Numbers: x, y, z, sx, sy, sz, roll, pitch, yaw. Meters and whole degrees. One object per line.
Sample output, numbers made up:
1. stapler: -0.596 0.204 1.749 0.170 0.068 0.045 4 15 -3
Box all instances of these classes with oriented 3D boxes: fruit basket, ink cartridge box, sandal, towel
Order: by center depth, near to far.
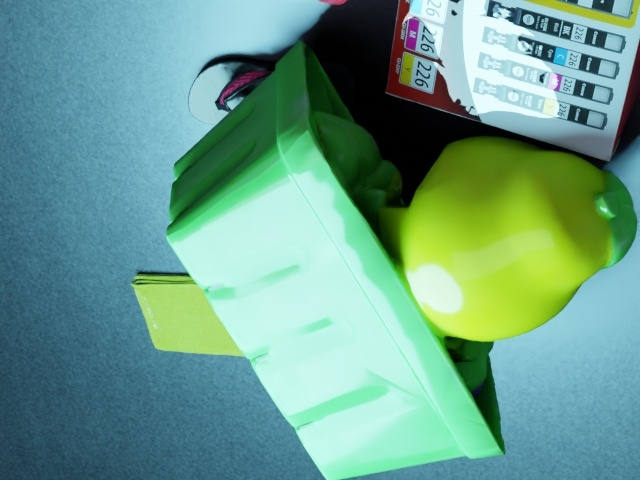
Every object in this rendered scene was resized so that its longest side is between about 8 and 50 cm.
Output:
1. ink cartridge box: 0.215 -0.236 1.506 0.272 0.130 0.309 18 130 14
2. fruit basket: 0.092 0.001 1.656 0.392 0.283 0.392 -1 115 -1
3. sandal: -0.053 -0.137 1.776 0.179 0.040 0.067 -2 123 29
4. towel: -0.083 0.084 1.973 0.237 0.021 0.102 3 124 26

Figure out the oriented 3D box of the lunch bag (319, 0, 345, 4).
1. lunch bag: -0.003 -0.348 1.452 0.293 0.120 0.258 49 145 44
